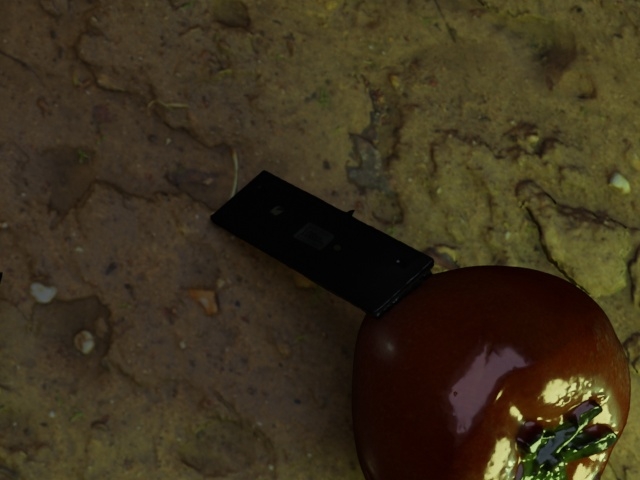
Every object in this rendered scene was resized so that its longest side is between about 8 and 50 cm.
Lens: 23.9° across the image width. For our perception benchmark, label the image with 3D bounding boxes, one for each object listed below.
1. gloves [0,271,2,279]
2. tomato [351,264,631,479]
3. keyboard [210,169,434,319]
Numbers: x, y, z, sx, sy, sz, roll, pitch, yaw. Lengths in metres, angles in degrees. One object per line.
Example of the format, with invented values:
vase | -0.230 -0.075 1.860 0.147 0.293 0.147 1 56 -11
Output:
gloves | -0.454 0.152 1.606 0.203 0.155 0.356 26 55 -14
tomato | 0.178 0.186 1.697 0.341 0.341 0.273 -37 42 -20
keyboard | 0.000 0.000 1.718 0.106 0.317 0.027 -40 130 -18
